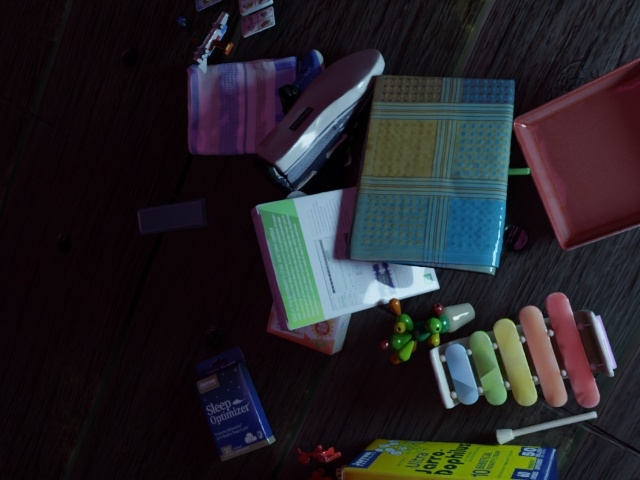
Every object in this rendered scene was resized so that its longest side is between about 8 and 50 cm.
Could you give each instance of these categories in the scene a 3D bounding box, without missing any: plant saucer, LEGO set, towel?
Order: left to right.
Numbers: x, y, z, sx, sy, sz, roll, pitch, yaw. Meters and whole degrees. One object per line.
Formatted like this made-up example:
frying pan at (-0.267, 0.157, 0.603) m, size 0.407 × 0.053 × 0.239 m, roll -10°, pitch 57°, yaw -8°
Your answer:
plant saucer at (-0.350, -0.055, 1.570) m, size 0.192 × 0.018 × 0.067 m, roll -7°, pitch 88°, yaw 25°
LEGO set at (-0.206, -0.484, 1.472) m, size 0.244 × 0.060 × 0.182 m, roll -18°, pitch 64°, yaw 19°
towel at (-0.173, -0.293, 1.477) m, size 0.285 × 0.034 × 0.209 m, roll 2°, pitch 93°, yaw 24°
towel at (0.204, -0.127, 1.224) m, size 0.271 × 0.040 × 0.370 m, roll 6°, pitch 76°, yaw 13°
plant saucer at (0.494, -0.144, 1.151) m, size 0.259 × 0.047 × 0.258 m, roll -25°, pitch 81°, yaw 38°

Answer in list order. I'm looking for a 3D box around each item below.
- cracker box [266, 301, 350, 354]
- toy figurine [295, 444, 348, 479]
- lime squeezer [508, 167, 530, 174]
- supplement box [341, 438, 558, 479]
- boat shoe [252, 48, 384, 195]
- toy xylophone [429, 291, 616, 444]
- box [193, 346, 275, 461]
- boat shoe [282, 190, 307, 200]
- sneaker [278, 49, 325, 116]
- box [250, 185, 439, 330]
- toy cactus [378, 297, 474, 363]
cracker box at (-0.007, 0.101, 1.394) m, size 0.155 × 0.067 × 0.232 m, roll 17°, pitch 99°, yaw 22°
toy figurine at (-0.048, 0.609, 1.311) m, size 0.191 × 0.217 × 0.363 m, roll -7°, pitch 91°, yaw 49°
lime squeezer at (0.243, -0.174, 1.284) m, size 0.310 × 0.059 × 0.110 m, roll 40°, pitch 90°, yaw 24°
supplement box at (0.242, 0.490, 1.222) m, size 0.356 × 0.194 × 0.195 m, roll -5°, pitch 89°, yaw 24°
boat shoe at (0.022, -0.221, 1.357) m, size 0.340 × 0.158 × 0.127 m, roll -45°, pitch 44°, yaw -7°
toy xylophone at (0.374, 0.243, 1.220) m, size 0.322 × 0.081 × 0.236 m, roll -27°, pitch 81°, yaw 22°
box at (-0.202, 0.366, 1.505) m, size 0.136 × 0.036 × 0.225 m, roll -26°, pitch 80°, yaw 22°
boat shoe at (0.000, 0.000, 1.315) m, size 0.219 × 0.078 × 0.070 m, roll 53°, pitch 153°, yaw -2°
sneaker at (-0.042, -0.322, 1.383) m, size 0.058 × 0.084 × 0.152 m, roll 14°, pitch 99°, yaw 52°
box at (0.049, 0.019, 1.259) m, size 0.058 × 0.322 × 0.232 m, roll -27°, pitch 77°, yaw 65°
toy cactus at (0.201, 0.155, 1.267) m, size 0.180 × 0.219 × 0.112 m, roll -18°, pitch 70°, yaw -17°
